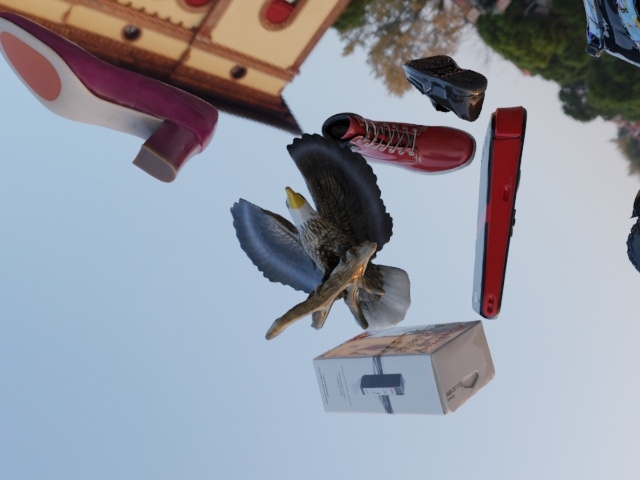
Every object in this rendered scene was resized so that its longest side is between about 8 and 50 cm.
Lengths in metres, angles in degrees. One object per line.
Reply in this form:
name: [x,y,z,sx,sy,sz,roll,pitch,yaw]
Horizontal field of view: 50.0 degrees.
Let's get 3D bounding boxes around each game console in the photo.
game console: [0.311,-0.036,1.217,0.060,0.342,0.386,3,176,11]

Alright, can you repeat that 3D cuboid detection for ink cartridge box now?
ink cartridge box: [0.155,0.237,1.280,0.197,0.273,0.114,-19,-84,-49]

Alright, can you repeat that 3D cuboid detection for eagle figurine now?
eagle figurine: [-0.002,-0.010,1.019,0.226,0.225,0.298,-5,-153,-14]

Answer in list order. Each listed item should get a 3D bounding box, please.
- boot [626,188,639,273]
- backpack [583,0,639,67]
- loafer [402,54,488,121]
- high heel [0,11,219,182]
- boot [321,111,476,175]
boot: [0.456,0.020,0.763,0.094,0.207,0.246,21,-117,-28]
backpack: [0.342,-0.271,0.709,0.173,0.117,0.158,55,-178,-34]
loafer: [0.194,-0.246,1.114,0.080,0.078,0.220,-12,-151,-11]
high heel: [-0.350,-0.267,1.152,0.377,0.127,0.181,42,-133,-18]
boot: [0.132,-0.169,1.169,0.244,0.088,0.176,8,179,26]
